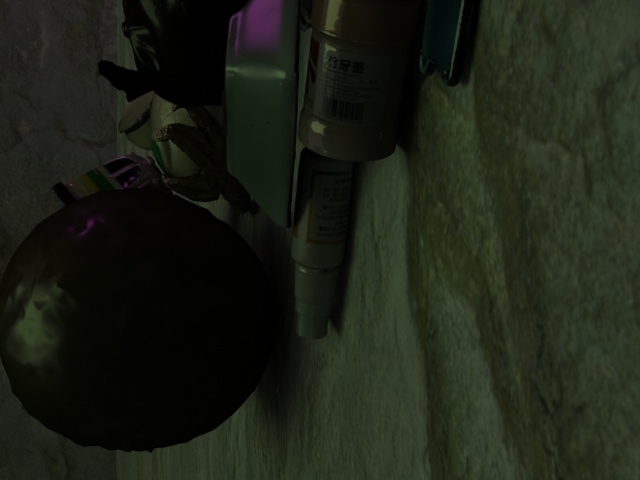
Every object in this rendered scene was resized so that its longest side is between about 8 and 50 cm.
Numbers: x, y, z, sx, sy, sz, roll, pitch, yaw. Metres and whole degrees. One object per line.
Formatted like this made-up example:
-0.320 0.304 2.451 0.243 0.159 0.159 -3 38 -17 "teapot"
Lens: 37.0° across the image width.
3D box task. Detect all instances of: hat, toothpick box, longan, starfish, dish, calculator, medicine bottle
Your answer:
-0.202 -0.276 1.322 0.336 0.209 0.238 60 -160 -74 "hat"
0.035 -0.160 0.886 0.098 0.098 0.149 -119 31 -55 "toothpick box"
-0.259 0.116 1.342 0.391 0.391 0.391 179 90 -72 "longan"
-0.156 -0.120 1.434 0.238 0.071 0.216 66 -145 -43 "starfish"
-0.063 -0.152 1.014 0.243 0.080 0.182 95 176 -53 "dish"
0.108 -0.201 0.784 0.094 0.019 0.141 -130 43 -62 "calculator"
0.000 0.000 1.087 0.092 0.061 0.220 -69 -15 -69 "medicine bottle"

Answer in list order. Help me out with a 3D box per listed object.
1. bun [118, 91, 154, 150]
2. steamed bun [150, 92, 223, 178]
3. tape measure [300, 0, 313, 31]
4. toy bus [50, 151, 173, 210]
-0.324 -0.260 1.973 0.173 0.120 0.173 -36 36 31 "bun"
-0.217 -0.188 1.583 0.177 0.131 0.228 -103 14 -88 "steamed bun"
-0.041 -0.362 1.077 0.236 0.120 0.197 -122 26 -44 "tape measure"
-0.302 0.011 1.616 0.143 0.179 0.305 40 159 48 "toy bus"
